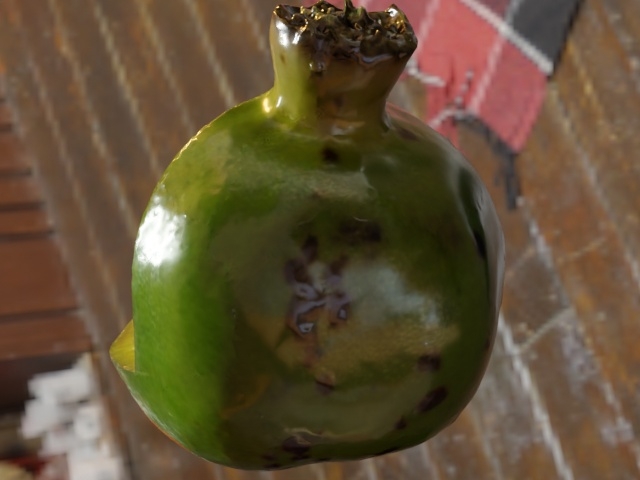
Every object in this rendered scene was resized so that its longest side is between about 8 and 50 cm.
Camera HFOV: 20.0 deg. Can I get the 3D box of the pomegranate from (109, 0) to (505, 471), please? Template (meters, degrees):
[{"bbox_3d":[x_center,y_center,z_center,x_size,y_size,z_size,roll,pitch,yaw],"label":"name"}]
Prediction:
[{"bbox_3d":[0.006,0.011,0.617,0.122,0.143,0.169,55,133,29],"label":"pomegranate"}]
